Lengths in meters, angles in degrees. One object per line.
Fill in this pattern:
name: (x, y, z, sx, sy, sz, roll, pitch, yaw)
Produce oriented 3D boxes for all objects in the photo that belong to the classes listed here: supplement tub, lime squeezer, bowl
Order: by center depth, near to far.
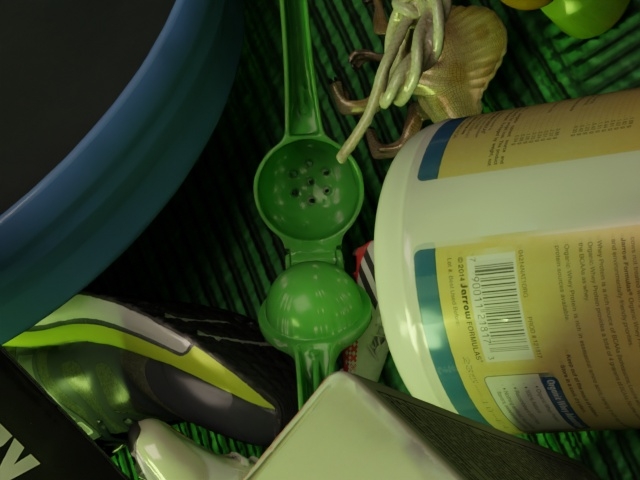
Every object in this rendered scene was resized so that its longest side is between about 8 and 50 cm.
supplement tub: (0.139, 0.007, 0.568, 0.200, 0.144, 0.144, -7, 70, 29)
lime squeezer: (0.000, 0.000, 0.657, 0.059, 0.110, 0.310, 2, 70, -12)
bowl: (-0.219, -0.080, 0.784, 0.391, 0.077, 0.391, -18, 45, 19)

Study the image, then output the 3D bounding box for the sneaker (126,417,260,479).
sneaker: (-0.014, 0.119, 0.635, 0.075, 0.161, 0.057, -49, 15, -1)

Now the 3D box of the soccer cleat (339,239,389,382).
soccer cleat: (0.031, 0.038, 0.694, 0.036, 0.029, 0.083, -6, 66, 36)

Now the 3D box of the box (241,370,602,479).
box: (0.068, 0.158, 0.507, 0.127, 0.232, 0.148, -52, 56, 6)

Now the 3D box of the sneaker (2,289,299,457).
sneaker: (-0.129, 0.087, 0.741, 0.300, 0.111, 0.121, 5, 86, 38)

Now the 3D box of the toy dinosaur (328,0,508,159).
toy dinosaur: (0.058, -0.080, 0.703, 0.093, 0.053, 0.183, -22, 64, 22)

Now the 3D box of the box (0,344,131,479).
box: (-0.204, 0.165, 0.580, 0.257, 0.322, 0.079, -47, 24, -18)

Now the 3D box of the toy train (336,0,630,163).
toy train: (0.097, -0.133, 0.651, 0.105, 0.143, 0.248, 26, 93, 43)
